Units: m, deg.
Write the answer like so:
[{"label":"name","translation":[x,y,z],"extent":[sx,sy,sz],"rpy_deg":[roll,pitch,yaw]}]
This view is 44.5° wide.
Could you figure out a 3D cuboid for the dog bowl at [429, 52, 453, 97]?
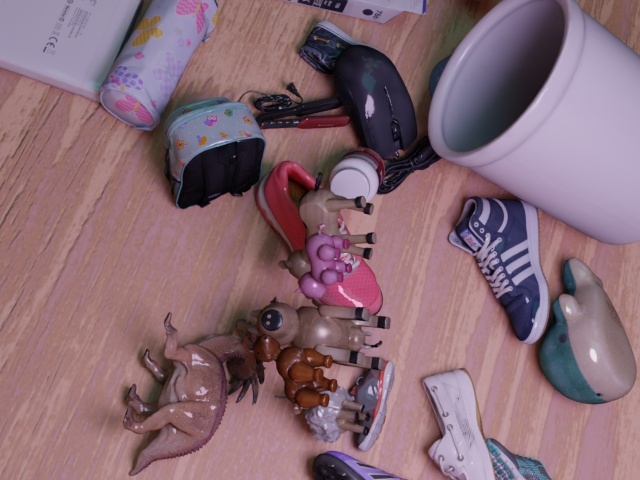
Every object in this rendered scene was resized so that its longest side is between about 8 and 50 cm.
[{"label":"dog bowl","translation":[0.370,-0.307,1.562],"extent":[0.297,0.074,0.165],"rpy_deg":[4,71,-15]}]

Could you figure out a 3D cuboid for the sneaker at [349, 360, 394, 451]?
[{"label":"sneaker","translation":[0.077,0.272,1.306],"extent":[0.065,0.061,0.157],"rpy_deg":[11,66,17]}]

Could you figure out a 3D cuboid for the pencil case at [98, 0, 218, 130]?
[{"label":"pencil case","translation":[-0.279,-0.326,1.371],"extent":[0.114,0.124,0.273],"rpy_deg":[13,64,24]}]

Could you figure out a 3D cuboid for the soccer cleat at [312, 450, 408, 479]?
[{"label":"soccer cleat","translation":[0.129,0.424,1.245],"extent":[0.318,0.108,0.116],"rpy_deg":[37,47,0]}]

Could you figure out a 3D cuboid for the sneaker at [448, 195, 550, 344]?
[{"label":"sneaker","translation":[0.319,0.046,1.413],"extent":[0.153,0.099,0.282],"rpy_deg":[10,63,-17]}]

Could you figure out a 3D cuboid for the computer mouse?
[{"label":"computer mouse","translation":[0.124,-0.239,1.435],"extent":[0.189,0.072,0.272],"rpy_deg":[-32,99,-19]}]

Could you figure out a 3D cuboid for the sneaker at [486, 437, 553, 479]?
[{"label":"sneaker","translation":[0.343,0.393,1.334],"extent":[0.166,0.065,0.076],"rpy_deg":[47,50,0]}]

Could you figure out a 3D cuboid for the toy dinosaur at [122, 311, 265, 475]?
[{"label":"toy dinosaur","translation":[-0.184,0.238,1.206],"extent":[0.200,0.127,0.295],"rpy_deg":[25,73,-14]}]

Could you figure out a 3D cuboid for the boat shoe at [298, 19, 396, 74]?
[{"label":"boat shoe","translation":[0.050,-0.340,1.496],"extent":[0.183,0.065,0.083],"rpy_deg":[31,69,3]}]

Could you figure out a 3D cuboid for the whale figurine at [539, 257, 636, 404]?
[{"label":"whale figurine","translation":[0.464,0.166,1.409],"extent":[0.216,0.141,0.272],"rpy_deg":[37,40,-33]}]

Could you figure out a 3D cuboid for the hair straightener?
[{"label":"hair straightener","translation":[-0.061,-0.245,1.446],"extent":[0.231,0.047,0.089],"rpy_deg":[-9,74,-13]}]

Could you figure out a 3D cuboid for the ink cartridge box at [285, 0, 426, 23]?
[{"label":"ink cartridge box","translation":[0.049,-0.534,1.557],"extent":[0.333,0.065,0.165],"rpy_deg":[10,69,-10]}]

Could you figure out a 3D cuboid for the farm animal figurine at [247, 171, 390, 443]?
[{"label":"farm animal figurine","translation":[-0.010,0.110,1.206],"extent":[0.172,0.326,0.330],"rpy_deg":[4,61,26]}]

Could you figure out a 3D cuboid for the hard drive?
[{"label":"hard drive","translation":[-0.516,-0.402,1.367],"extent":[0.353,0.047,0.232],"rpy_deg":[19,68,-9]}]

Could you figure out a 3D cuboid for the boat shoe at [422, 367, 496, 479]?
[{"label":"boat shoe","translation":[0.225,0.348,1.286],"extent":[0.096,0.098,0.277],"rpy_deg":[-8,55,-1]}]

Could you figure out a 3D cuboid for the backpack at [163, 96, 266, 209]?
[{"label":"backpack","translation":[-0.178,-0.154,1.298],"extent":[0.166,0.188,0.144],"rpy_deg":[-16,77,-19]}]

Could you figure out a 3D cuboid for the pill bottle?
[{"label":"pill bottle","translation":[0.062,-0.107,1.353],"extent":[0.086,0.152,0.086],"rpy_deg":[4,108,11]}]

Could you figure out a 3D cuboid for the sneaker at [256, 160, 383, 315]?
[{"label":"sneaker","translation":[-0.001,0.000,1.323],"extent":[0.116,0.136,0.313],"rpy_deg":[-34,83,-21]}]

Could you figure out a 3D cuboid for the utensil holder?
[{"label":"utensil holder","translation":[0.439,-0.205,1.369],"extent":[0.386,0.328,0.327],"rpy_deg":[25,66,-25]}]
